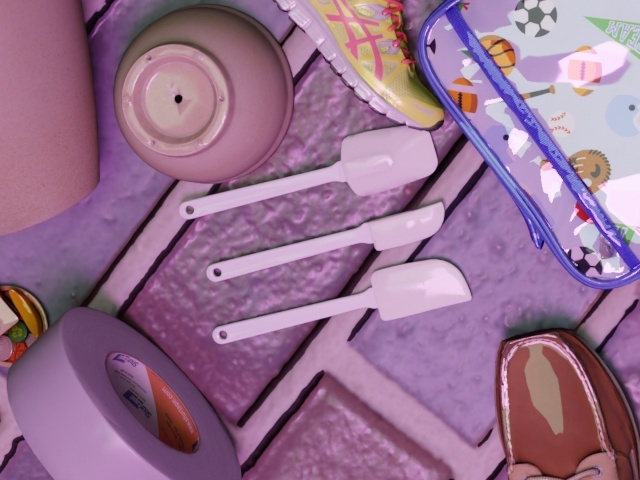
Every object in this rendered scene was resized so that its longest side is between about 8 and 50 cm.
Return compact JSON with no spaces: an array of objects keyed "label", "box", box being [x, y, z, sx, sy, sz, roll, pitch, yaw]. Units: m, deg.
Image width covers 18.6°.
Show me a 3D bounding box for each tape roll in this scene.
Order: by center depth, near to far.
[{"label":"tape roll","box":[-0.170,0.163,1.702,0.072,0.219,0.219,-42,87,15]}]

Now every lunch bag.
[{"label":"lunch bag","box":[0.238,-0.114,1.635,0.243,0.115,0.303,-36,88,16]}]

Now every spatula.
[{"label":"spatula","box":[0.000,0.000,1.751,0.242,0.019,0.168,-13,100,15]}]

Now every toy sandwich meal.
[{"label":"toy sandwich meal","box":[-0.294,0.079,1.816,0.085,0.029,0.085,2,97,12]}]

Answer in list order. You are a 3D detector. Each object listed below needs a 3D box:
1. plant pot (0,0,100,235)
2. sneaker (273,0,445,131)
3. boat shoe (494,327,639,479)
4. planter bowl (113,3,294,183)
[{"label":"plant pot","box":[-0.303,-0.150,1.697,0.256,0.256,0.274,-16,109,14]},{"label":"sneaker","box":[0.044,-0.184,1.683,0.094,0.081,0.208,-42,87,12]},{"label":"boat shoe","box":[0.225,0.237,1.676,0.122,0.120,0.324,-15,94,14]},{"label":"planter bowl","box":[-0.114,-0.125,1.710,0.162,0.109,0.162,2,98,13]}]
